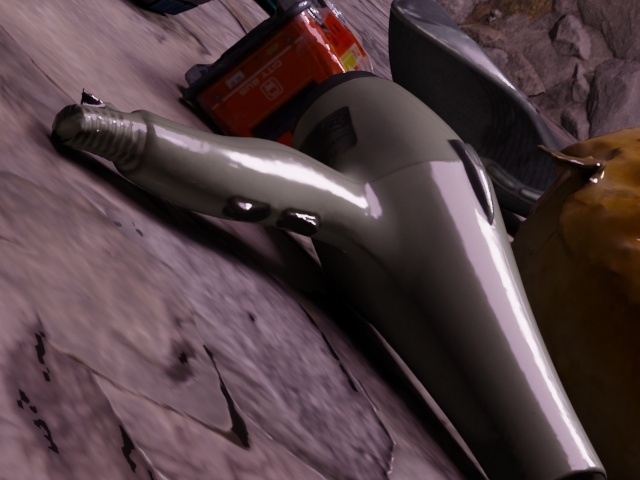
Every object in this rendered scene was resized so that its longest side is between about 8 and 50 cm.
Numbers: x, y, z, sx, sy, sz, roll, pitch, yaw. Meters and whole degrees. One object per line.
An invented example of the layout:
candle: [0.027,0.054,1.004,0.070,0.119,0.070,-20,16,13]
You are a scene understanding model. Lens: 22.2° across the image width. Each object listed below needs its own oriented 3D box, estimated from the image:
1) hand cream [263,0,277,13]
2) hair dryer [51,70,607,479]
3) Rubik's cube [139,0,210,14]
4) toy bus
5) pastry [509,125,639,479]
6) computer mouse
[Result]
hand cream: [-0.054,-0.242,1.374,0.270,0.061,0.120,48,13,2]
hair dryer: [0.025,0.022,0.643,0.219,0.088,0.225,50,26,16]
Rubik's cube: [-0.083,-0.184,0.940,0.111,0.111,0.093,41,39,-9]
toy bus: [-0.012,-0.083,0.871,0.077,0.079,0.174,52,10,-1]
pastry: [0.254,0.051,0.864,0.329,0.136,0.330,13,35,-10]
computer mouse: [0.165,-0.065,1.394,0.379,0.090,0.167,43,10,-32]
